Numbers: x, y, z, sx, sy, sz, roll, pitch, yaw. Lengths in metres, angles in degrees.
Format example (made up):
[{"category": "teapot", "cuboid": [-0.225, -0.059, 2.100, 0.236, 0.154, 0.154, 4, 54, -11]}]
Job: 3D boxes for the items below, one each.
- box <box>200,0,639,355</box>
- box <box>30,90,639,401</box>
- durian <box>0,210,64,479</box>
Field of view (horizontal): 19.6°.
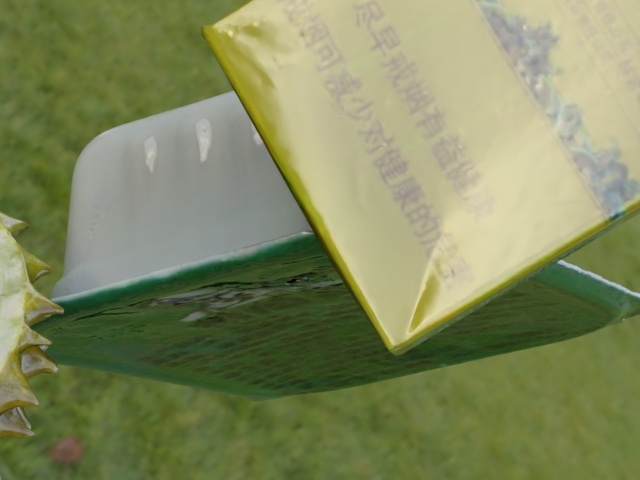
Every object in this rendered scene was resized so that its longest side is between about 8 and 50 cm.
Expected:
[{"category": "box", "cuboid": [0.108, -0.089, 0.734, 0.153, 0.279, 0.041, 59, 1, 9]}, {"category": "box", "cuboid": [0.000, 0.000, 0.952, 0.337, 0.264, 0.106, 21, 57, -61]}, {"category": "durian", "cuboid": [-0.211, 0.065, 0.728, 0.166, 0.172, 0.306, 50, 44, -14]}]
